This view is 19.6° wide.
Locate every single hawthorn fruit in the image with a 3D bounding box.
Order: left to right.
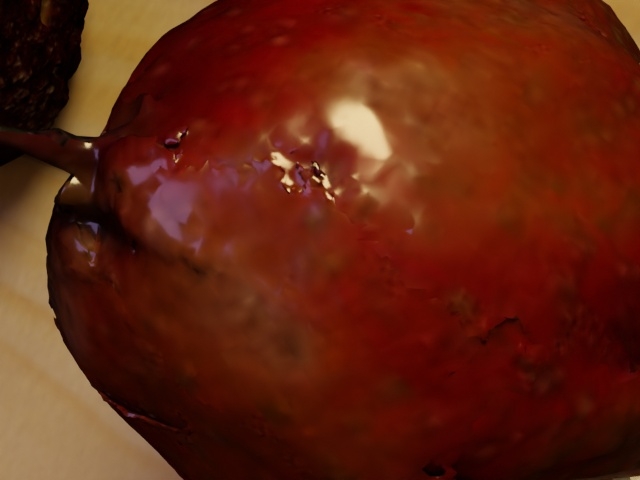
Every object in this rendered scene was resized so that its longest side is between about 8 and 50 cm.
[{"bbox_3d":[0.000,0.000,0.516,0.181,0.235,0.181,-19,67,54],"label":"hawthorn fruit"}]

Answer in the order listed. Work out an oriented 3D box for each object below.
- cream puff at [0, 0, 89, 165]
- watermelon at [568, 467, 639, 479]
[{"bbox_3d":[-0.213,-0.108,0.757,0.239,0.239,0.165,-15,68,40],"label":"cream puff"},{"bbox_3d":[0.054,0.152,0.487,0.305,0.180,0.224,-29,102,30],"label":"watermelon"}]
